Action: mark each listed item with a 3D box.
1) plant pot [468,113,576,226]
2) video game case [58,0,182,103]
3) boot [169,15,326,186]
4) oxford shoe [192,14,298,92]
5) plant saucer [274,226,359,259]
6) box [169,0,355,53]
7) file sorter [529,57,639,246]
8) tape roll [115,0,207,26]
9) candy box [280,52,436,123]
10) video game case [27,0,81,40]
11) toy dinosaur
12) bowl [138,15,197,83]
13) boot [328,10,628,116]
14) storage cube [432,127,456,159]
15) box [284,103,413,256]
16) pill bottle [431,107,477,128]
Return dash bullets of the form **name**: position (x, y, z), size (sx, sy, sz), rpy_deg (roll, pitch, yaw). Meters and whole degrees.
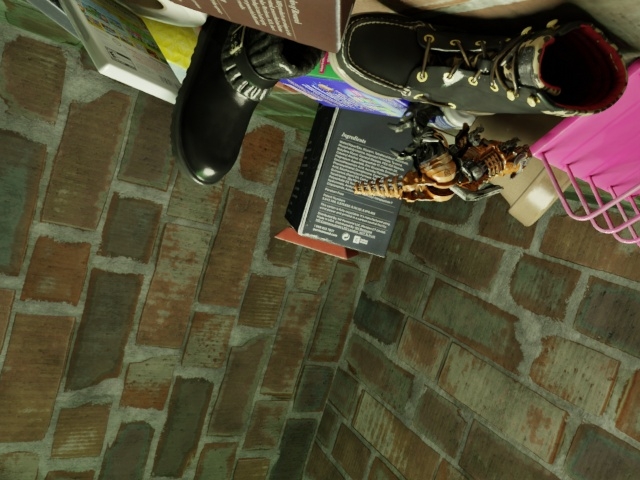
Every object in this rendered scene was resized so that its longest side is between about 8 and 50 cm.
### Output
- **plant pot**: position (0.436, -0.197, 1.063), size (0.229, 0.263, 0.263), rpy_deg (38, -169, 12)
- **video game case**: position (-0.337, -0.340, 0.847), size (0.206, 0.026, 0.227), rpy_deg (59, -164, 8)
- **boot**: position (-0.121, -0.259, 0.848), size (0.260, 0.348, 0.131), rpy_deg (10, 179, 40)
- **oxford shoe**: position (-0.172, -0.433, 1.123), size (0.146, 0.140, 0.397), rpy_deg (25, -172, 25)
- **plant saucer**: position (0.000, 0.000, 1.742), size (0.259, 0.047, 0.258), rpy_deg (16, -175, 13)
- **box**: position (-0.054, -0.303, 0.455), size (0.203, 0.168, 0.167), rpy_deg (17, -175, 1)
- **file sorter**: position (0.539, -0.105, 0.798), size (0.291, 0.202, 0.182), rpy_deg (15, -130, -28)
- **tape roll**: position (-0.319, -0.461, 0.821), size (0.286, 0.100, 0.286), rpy_deg (17, -173, -2)
- **candy box**: position (0.067, -0.359, 1.058), size (0.317, 0.122, 0.268), rpy_deg (20, -172, 35)
- **video game case**: position (-0.480, -0.449, 0.752), size (0.274, 0.026, 0.196), rpy_deg (54, -177, 1)
- **toy dinosaur**: position (0.228, -0.154, 0.950), size (0.322, 0.164, 0.218), rpy_deg (-4, -128, -19)
- **bowl**: position (-0.388, -0.488, 1.157), size (0.289, 0.156, 0.289), rpy_deg (17, -175, -1)
- **boot**: position (0.230, -0.265, 0.747), size (0.377, 0.138, 0.284), rpy_deg (9, -170, -27)
- **storage cube**: position (0.413, -0.314, 1.878), size (0.215, 0.183, 0.193), rpy_deg (14, -174, -26)
- **box**: position (0.096, -0.236, 1.682), size (0.297, 0.471, 0.480), rpy_deg (15, -174, -11)
- **pill bottle**: position (0.309, -0.313, 1.176), size (0.094, 0.094, 0.169), rpy_deg (16, -174, -11)
